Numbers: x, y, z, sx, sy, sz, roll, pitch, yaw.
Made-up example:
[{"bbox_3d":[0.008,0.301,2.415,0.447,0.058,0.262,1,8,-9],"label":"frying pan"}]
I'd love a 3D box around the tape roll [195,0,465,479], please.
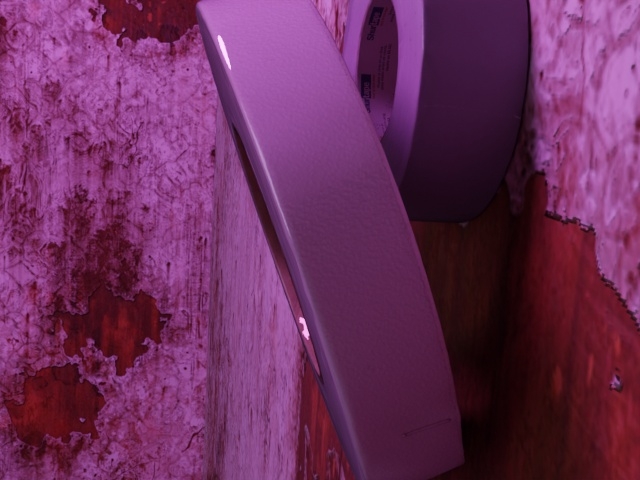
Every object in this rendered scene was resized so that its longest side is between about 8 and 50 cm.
[{"bbox_3d":[0.000,0.000,0.695,0.392,0.072,0.391,162,90,-85],"label":"tape roll"}]

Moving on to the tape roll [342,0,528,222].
[{"bbox_3d":[0.073,-0.122,0.671,0.219,0.072,0.219,-179,90,-79],"label":"tape roll"}]
